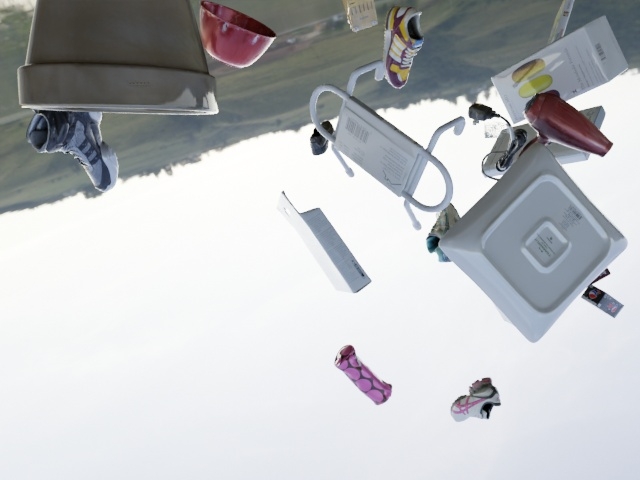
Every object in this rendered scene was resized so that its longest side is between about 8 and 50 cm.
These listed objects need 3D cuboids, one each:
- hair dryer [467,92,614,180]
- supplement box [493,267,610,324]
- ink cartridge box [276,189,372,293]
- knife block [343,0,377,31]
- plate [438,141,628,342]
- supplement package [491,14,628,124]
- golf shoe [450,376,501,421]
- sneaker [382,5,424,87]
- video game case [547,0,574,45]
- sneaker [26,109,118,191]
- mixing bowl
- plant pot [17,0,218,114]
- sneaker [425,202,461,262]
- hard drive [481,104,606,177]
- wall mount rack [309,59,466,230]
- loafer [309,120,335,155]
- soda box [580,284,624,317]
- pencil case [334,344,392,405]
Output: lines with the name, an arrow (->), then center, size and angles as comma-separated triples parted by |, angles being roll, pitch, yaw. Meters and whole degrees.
hair dryer -> 0.484, -0.225, 1.183 | 0.293, 0.223, 0.080 | 11, -123, 40
supplement box -> 0.528, 0.107, 1.252 | 0.239, 0.073, 0.130 | -31, 174, 6
ink cartridge box -> 0.000, 0.000, 1.039 | 0.045, 0.224, 0.223 | -36, -179, -8
knife block -> 0.115, -0.834, 1.808 | 0.088, 0.276, 0.242 | -17, -126, 5
plate -> 0.404, 0.006, 0.987 | 0.278, 0.277, 0.045 | -45, -173, -4
supplement package -> 0.561, -0.398, 1.275 | 0.134, 0.139, 0.244 | -33, -173, -37
golf shoe -> 0.404, 0.440, 1.414 | 0.067, 0.186, 0.086 | 0, -132, -25
sneaker -> 0.193, -0.436, 1.231 | 0.069, 0.185, 0.084 | -31, -139, -30
video game case -> 0.669, -0.568, 1.537 | 0.026, 0.206, 0.227 | 17, -172, 14
sneaker -> -0.558, -0.209, 1.203 | 0.101, 0.268, 0.153 | 24, -137, 28
mixing bowl -> -0.202, -0.459, 1.223 | 0.181, 0.098, 0.181 | 22, -154, -11
plant pot -> -0.336, -0.356, 0.896 | 0.323, 0.280, 0.323 | 1, -167, 0
sneaker -> 0.350, -0.024, 1.532 | 0.122, 0.110, 0.283 | -23, -161, 9
hard drive -> 0.734, -0.324, 1.790 | 0.353, 0.047, 0.233 | -5, -136, 50
wall mount rack -> 0.129, -0.162, 1.056 | 0.130, 0.304, 0.350 | -31, -118, -35
loafer -> 0.004, -0.333, 1.667 | 0.062, 0.061, 0.170 | -9, -142, 19
soda box -> 0.876, 0.189, 1.667 | 0.053, 0.169, 0.060 | -59, -139, 7
pencil case -> 0.137, 0.420, 1.670 | 0.098, 0.209, 0.095 | -34, -163, 42
